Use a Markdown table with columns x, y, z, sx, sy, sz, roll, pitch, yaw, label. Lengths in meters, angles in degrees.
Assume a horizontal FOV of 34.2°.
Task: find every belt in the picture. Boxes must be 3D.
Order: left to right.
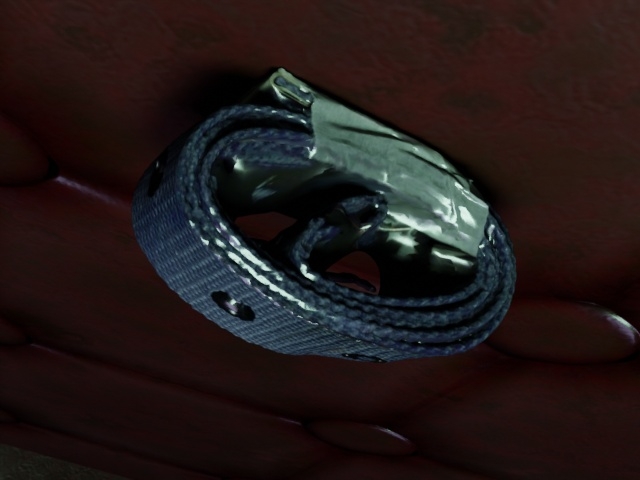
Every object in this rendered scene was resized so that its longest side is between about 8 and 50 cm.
| x | y | z | sx | sy | sz | roll | pitch | yaw | label |
| --- | --- | --- | --- | --- | --- | --- | --- | --- | --- |
| 0.000 | 0.000 | 0.652 | 0.230 | 0.140 | 0.126 | 21 | 160 | -20 | belt |
